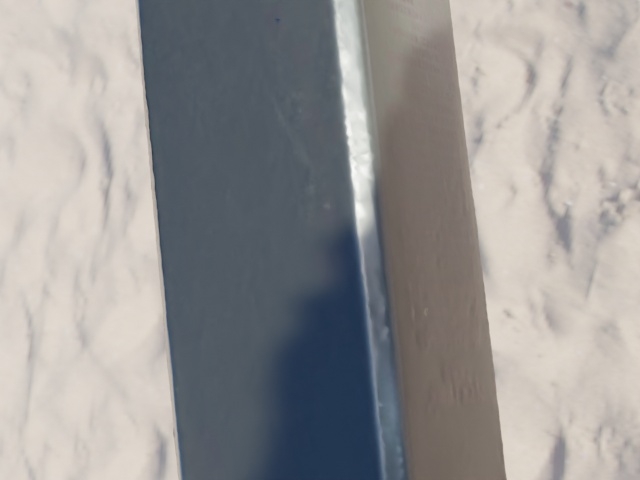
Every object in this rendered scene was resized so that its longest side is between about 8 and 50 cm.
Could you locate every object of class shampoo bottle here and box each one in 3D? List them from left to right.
[{"bbox_3d":[0.000,0.000,0.410,0.079,0.080,0.246,-9,84,29],"label":"shampoo bottle"}]
